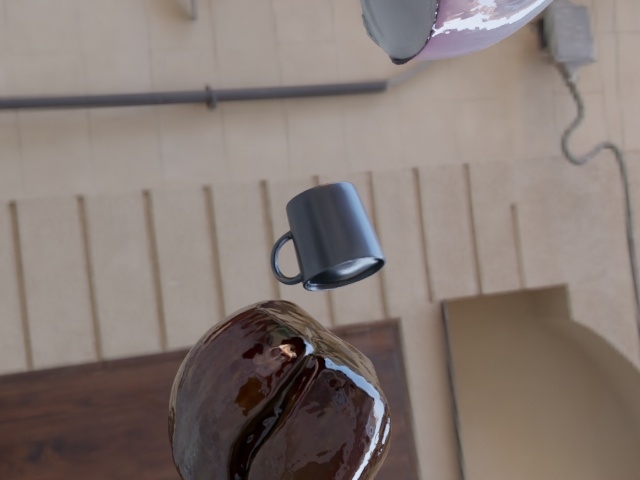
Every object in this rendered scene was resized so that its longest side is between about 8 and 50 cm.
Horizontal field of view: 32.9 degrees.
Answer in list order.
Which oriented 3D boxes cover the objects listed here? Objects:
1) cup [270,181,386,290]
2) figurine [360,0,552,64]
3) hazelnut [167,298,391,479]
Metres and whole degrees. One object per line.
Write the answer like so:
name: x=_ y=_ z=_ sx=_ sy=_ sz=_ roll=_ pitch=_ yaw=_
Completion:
cup: x=0.000 y=0.000 z=0.970 sx=0.078 sy=0.100 sz=0.077 roll=50 pitch=21 yaw=-71
figurine: x=0.151 y=-0.312 z=0.851 sx=0.206 sy=0.315 sz=0.284 roll=-36 pitch=-105 yaw=55
hazelnut: x=-0.040 y=0.179 z=1.045 sx=0.234 sy=0.218 sz=0.218 roll=-139 pitch=-133 yaw=-59
